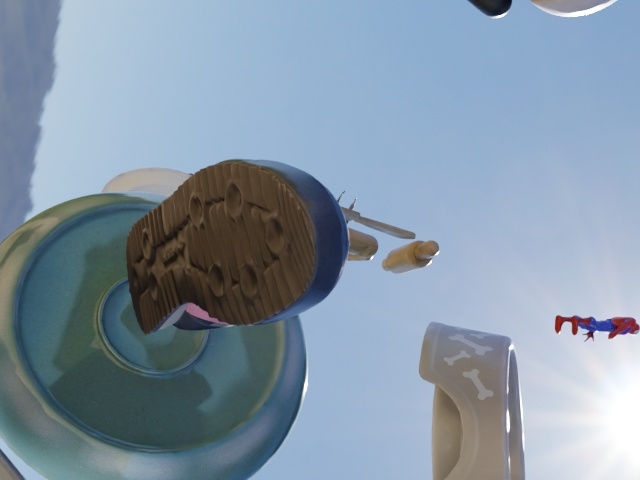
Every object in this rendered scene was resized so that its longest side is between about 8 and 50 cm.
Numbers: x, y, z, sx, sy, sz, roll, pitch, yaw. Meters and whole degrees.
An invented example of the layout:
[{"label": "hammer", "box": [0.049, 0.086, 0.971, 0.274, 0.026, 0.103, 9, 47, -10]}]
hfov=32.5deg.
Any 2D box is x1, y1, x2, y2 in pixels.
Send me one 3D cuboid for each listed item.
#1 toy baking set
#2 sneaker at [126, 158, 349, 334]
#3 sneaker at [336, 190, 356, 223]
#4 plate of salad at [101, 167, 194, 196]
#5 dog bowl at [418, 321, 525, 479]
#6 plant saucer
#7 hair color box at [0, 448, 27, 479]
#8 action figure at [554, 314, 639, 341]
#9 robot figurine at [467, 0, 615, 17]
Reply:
[{"label": "toy baking set", "box": [0.025, 0.004, 1.170, 0.256, 0.197, 0.030, 160, -61, -71]}, {"label": "sneaker", "box": [-0.037, 0.004, 0.773, 0.319, 0.131, 0.112, -11, -94, 63]}, {"label": "sneaker", "box": [0.002, 0.002, 1.839, 0.170, 0.051, 0.089, -60, -171, -19]}, {"label": "plate of salad", "box": [-0.284, -0.074, 1.920, 0.200, 0.200, 0.048, -47, -144, 45]}, {"label": "dog bowl", "box": [0.193, 0.272, 1.347, 0.349, 0.102, 0.348, -3, 90, -77]}, {"label": "plant saucer", "box": [-0.154, 0.082, 0.991, 0.043, 0.318, 0.317, 126, -26, -53]}, {"label": "hair color box", "box": [-0.304, 0.181, 0.841, 0.113, 0.374, 0.185, -39, 152, -20]}, {"label": "action figure", "box": [0.300, 0.093, 1.166, 0.038, 0.115, 0.030, -9, -98, 55]}, {"label": "robot figurine", "box": [0.217, -0.353, 1.106, 0.209, 0.278, 0.173, -28, -149, 51]}]
